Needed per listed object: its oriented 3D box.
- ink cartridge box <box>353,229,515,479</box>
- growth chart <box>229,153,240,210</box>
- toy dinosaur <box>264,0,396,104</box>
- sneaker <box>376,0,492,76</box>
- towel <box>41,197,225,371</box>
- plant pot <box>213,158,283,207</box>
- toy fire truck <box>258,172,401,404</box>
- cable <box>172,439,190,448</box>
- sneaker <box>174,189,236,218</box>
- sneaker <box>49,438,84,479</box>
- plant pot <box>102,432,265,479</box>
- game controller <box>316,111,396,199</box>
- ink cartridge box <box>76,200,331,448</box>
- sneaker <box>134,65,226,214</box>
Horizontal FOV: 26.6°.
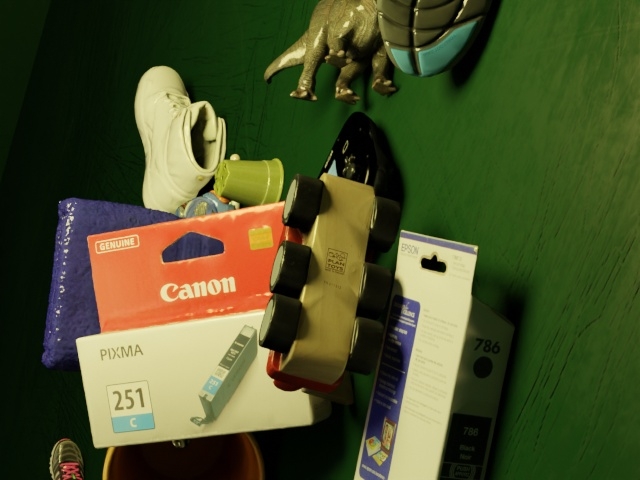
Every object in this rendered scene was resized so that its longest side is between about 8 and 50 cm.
[{"bbox_3d":[0.110,0.163,1.349,0.165,0.065,0.332,-162,82,-66],"label":"ink cartridge box"},{"bbox_3d":[-0.168,-0.005,2.073,0.237,0.021,0.172,137,136,-54],"label":"growth chart"},{"bbox_3d":[0.035,-0.254,1.655,0.313,0.121,0.160,-35,38,63],"label":"toy dinosaur"},{"bbox_3d":[0.135,-0.343,1.476,0.139,0.125,0.340,13,-95,-88],"label":"sneaker"},{"bbox_3d":[-0.209,0.076,1.779,0.076,0.308,0.227,-12,71,60],"label":"towel"},{"bbox_3d":[-0.104,-0.081,1.891,0.083,0.079,0.083,-170,90,-67],"label":"plant pot"},{"bbox_3d":[0.004,0.076,1.474,0.246,0.159,0.217,125,157,-61],"label":"toy fire truck"},{"bbox_3d":[-0.219,0.293,1.999,0.139,0.072,0.287,129,143,-66],"label":"cable"},{"bbox_3d":[-0.168,0.037,1.941,0.083,0.087,0.221,-162,66,-64],"label":"sneaker"},{"bbox_3d":[-0.452,0.441,2.463,0.075,0.063,0.170,-38,52,56],"label":"sneaker"},{"bbox_3d":[-0.182,0.288,1.802,0.188,0.205,0.205,-126,49,-79],"label":"plant pot"},{"bbox_3d":[0.000,0.000,1.649,0.319,0.067,0.166,-63,29,32],"label":"game controller"},{"bbox_3d":[-0.150,0.102,1.612,0.296,0.066,0.261,-10,89,22],"label":"ink cartridge box"},{"bbox_3d":[-0.213,-0.190,2.166,0.169,0.108,0.292,-42,46,42],"label":"sneaker"}]
